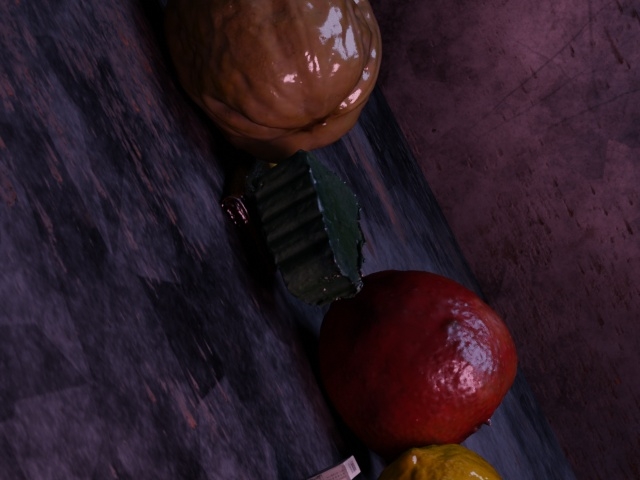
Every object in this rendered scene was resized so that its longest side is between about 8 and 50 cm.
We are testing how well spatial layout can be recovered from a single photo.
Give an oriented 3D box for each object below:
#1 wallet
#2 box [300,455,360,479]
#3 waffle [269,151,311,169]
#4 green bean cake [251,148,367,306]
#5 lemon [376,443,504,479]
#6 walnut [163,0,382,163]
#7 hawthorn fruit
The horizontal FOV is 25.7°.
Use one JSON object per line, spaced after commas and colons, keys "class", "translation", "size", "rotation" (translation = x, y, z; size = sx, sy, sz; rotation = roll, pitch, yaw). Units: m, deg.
{"class": "wallet", "translation": [-0.087, -0.057, 2.031], "size": [0.243, 0.039, 0.133], "rotation": [-82, 148, -65]}
{"class": "box", "translation": [0.001, 0.279, 1.622], "size": [0.024, 0.083, 0.054], "rotation": [64, 13, 3]}
{"class": "waffle", "translation": [-0.077, -0.188, 2.306], "size": [0.254, 0.052, 0.245], "rotation": [49, 21, -47]}
{"class": "green bean cake", "translation": [0.000, 0.000, 1.946], "size": [0.193, 0.107, 0.208], "rotation": [39, 28, -58]}
{"class": "lemon", "translation": [0.167, 0.381, 1.830], "size": [0.204, 0.204, 0.260], "rotation": [-68, 135, -73]}
{"class": "walnut", "translation": [-0.074, -0.294, 2.004], "size": [0.306, 0.306, 0.344], "rotation": [40, 28, -62]}
{"class": "hawthorn fruit", "translation": [0.121, 0.155, 1.972], "size": [0.307, 0.265, 0.265], "rotation": [50, 9, 12]}
